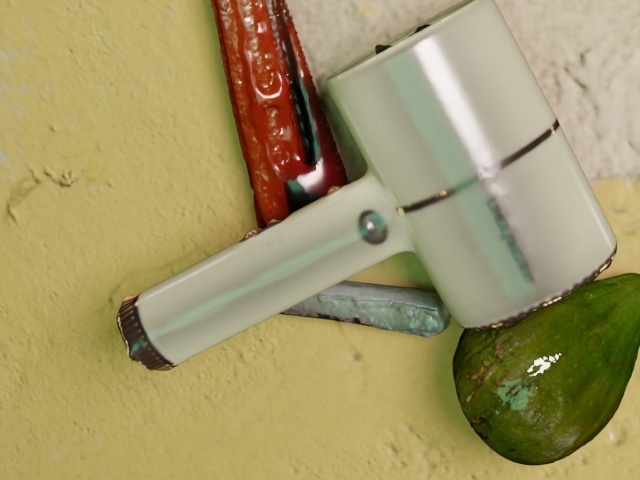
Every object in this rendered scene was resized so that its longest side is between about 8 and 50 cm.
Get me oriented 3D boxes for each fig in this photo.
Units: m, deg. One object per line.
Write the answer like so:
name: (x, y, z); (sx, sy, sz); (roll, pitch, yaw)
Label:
fig: (0.177, 0.083, 0.968); (0.156, 0.123, 0.123); (-32, 100, 19)

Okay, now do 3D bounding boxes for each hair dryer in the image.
hair dryer: (0.000, 0.000, 0.940); (0.362, 0.128, 0.203); (-27, 99, 12)

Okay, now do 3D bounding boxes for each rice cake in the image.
rice cake: (0.001, 0.046, 1.066); (0.208, 0.033, 0.033); (6, 115, 20)

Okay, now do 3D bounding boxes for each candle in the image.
candle: (-0.033, -0.111, 0.990); (0.084, 0.059, 0.301); (-9, 113, 13)
